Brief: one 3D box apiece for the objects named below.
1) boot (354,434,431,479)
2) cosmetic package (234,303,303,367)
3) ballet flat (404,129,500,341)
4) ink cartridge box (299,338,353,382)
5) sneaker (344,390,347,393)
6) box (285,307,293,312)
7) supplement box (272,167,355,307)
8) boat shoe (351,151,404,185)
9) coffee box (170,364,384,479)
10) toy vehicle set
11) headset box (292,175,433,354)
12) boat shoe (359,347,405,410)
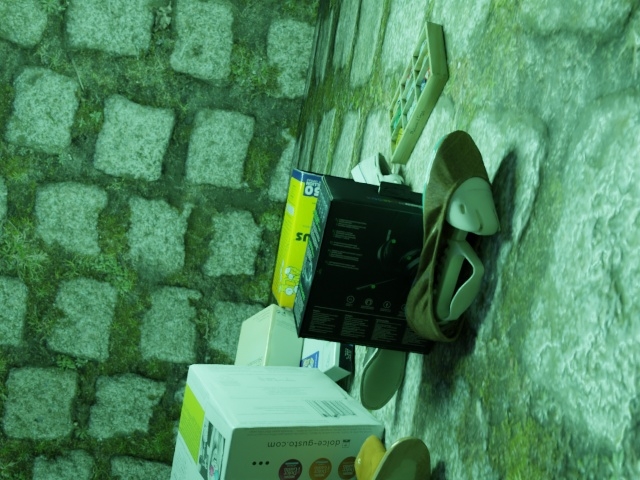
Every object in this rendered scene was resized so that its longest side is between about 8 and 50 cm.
[{"bbox_3d":[0.111,0.412,1.358,0.211,0.104,0.295,-103,21,-63],"label":"boot"},{"bbox_3d":[-0.142,0.340,1.962,0.160,0.113,0.310,-34,37,43],"label":"cosmetic package"},{"bbox_3d":[0.214,0.007,1.184,0.124,0.116,0.343,35,118,56],"label":"ballet flat"},{"bbox_3d":[-0.038,0.320,1.988,0.332,0.065,0.165,-34,39,42],"label":"ink cartridge box"},{"bbox_3d":[0.026,0.444,1.844,0.191,0.082,0.071,-97,21,-53],"label":"sneaker"},{"bbox_3d":[-0.028,0.126,2.276,0.149,0.126,0.232,116,160,-59],"label":"box"},{"bbox_3d":[0.000,0.000,2.048,0.195,0.194,0.357,-136,55,-77],"label":"supplement box"},{"bbox_3d":[0.148,-0.102,1.647,0.088,0.096,0.267,-43,33,16],"label":"boat shoe"},{"bbox_3d":[-0.110,0.486,1.643,0.338,0.337,0.335,26,108,62],"label":"coffee box"},{"bbox_3d":[0.206,-0.313,1.645,0.267,0.035,0.166,112,163,-51],"label":"toy vehicle set"},{"bbox_3d":[0.099,0.036,1.340,0.131,0.246,0.283,-107,27,-66],"label":"headset box"},{"bbox_3d":[0.128,0.222,1.506,0.068,0.081,0.228,-138,64,-81],"label":"boat shoe"}]
